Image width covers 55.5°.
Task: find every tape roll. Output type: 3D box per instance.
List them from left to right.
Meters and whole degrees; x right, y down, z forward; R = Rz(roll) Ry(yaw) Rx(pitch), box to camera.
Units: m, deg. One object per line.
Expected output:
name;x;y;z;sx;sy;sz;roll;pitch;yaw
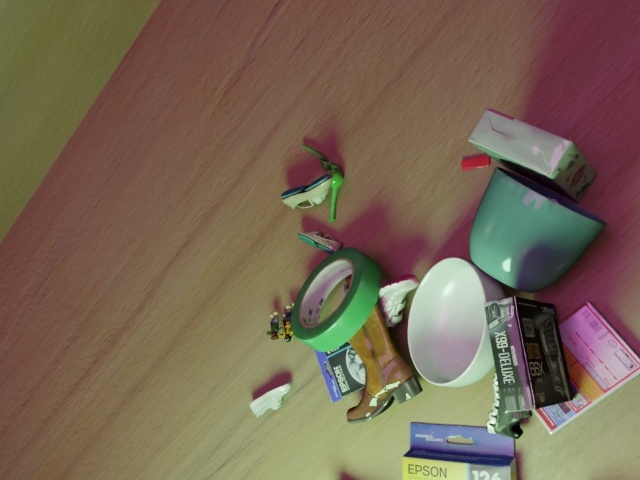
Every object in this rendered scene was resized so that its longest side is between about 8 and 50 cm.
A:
tape roll;0.042;0.173;1.821;0.321;0.077;0.321;-41;27;26

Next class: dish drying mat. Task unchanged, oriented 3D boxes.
dish drying mat;0.448;-0.223;1.759;0.083;0.008;0.032;-8;77;32

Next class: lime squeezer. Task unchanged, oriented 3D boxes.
lime squeezer;0.024;-0.222;2.033;0.110;0.059;0.310;-51;54;52

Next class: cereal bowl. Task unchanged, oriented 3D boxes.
cereal bowl;0.379;0.222;1.604;0.339;0.141;0.339;-46;36;49

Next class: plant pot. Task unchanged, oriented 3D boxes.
plant pot;0.510;-0.013;1.517;0.293;0.293;0.235;38;110;33

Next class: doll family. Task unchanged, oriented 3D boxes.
doll family;-0.089;0.276;1.989;0.193;0.076;0.111;-32;45;31

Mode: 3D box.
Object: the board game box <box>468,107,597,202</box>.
board game box;0.535;-0.208;1.515;0.224;0.303;0.097;35;101;33

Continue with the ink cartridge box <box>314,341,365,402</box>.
ink cartridge box;0.074;0.371;1.880;0.208;0.045;0.206;-33;66;26

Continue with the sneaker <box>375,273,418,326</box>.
sneaker;0.209;0.190;1.784;0.111;0.103;0.252;54;131;11

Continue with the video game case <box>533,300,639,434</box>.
video game case;0.626;0.319;1.523;0.285;0.025;0.204;-44;60;19

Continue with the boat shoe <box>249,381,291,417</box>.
boat shoe;-0.158;0.527;2.000;0.184;0.066;0.063;-35;77;22

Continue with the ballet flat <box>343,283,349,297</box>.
ballet flat;0.092;0.192;1.911;0.041;0.041;0.114;-6;78;34

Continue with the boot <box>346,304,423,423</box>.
boot;0.123;0.362;1.754;0.264;0.096;0.280;-39;74;34

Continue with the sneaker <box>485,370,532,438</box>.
sneaker;0.492;0.400;1.543;0.106;0.078;0.234;17;108;40

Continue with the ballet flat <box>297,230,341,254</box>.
ballet flat;0.000;0.000;2.006;0.168;0.057;0.052;27;69;31

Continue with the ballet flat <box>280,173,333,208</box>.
ballet flat;-0.031;-0.153;2.008;0.248;0.086;0.086;-14;73;49

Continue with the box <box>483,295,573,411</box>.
box;0.491;0.264;1.422;0.076;0.307;0.242;-17;71;34

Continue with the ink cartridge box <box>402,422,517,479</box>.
ink cartridge box;0.365;0.654;1.614;0.303;0.072;0.307;-8;78;33
